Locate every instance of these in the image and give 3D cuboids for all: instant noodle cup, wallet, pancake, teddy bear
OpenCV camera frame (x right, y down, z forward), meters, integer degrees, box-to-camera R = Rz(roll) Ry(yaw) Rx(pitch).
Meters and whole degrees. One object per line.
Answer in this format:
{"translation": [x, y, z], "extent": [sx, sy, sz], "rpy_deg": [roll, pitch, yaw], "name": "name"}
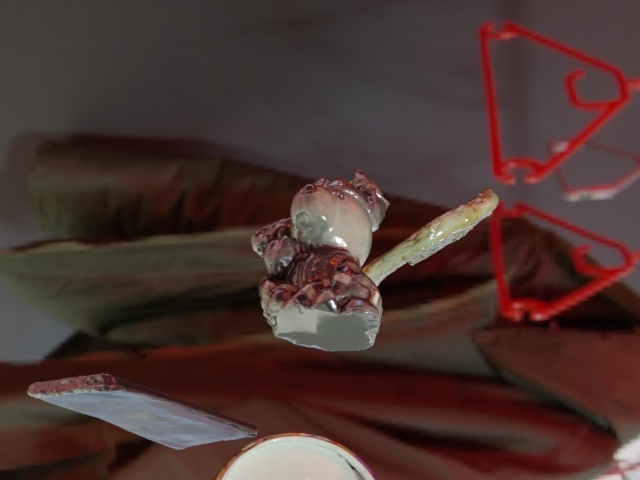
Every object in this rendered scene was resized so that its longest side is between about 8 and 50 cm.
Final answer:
{"translation": [-0.037, 0.328, 1.421], "extent": [0.190, 0.251, 0.251], "rpy_deg": [114, -20, -58], "name": "instant noodle cup"}
{"translation": [-0.214, 0.210, 1.629], "extent": [0.285, 0.146, 0.030], "rpy_deg": [30, 59, -49], "name": "wallet"}
{"translation": [0.143, 0.004, 1.820], "extent": [0.037, 0.253, 0.253], "rpy_deg": [57, 6, 4], "name": "pancake"}
{"translation": [-0.011, 0.014, 1.602], "extent": [0.144, 0.171, 0.251], "rpy_deg": [52, 27, -49], "name": "teddy bear"}
